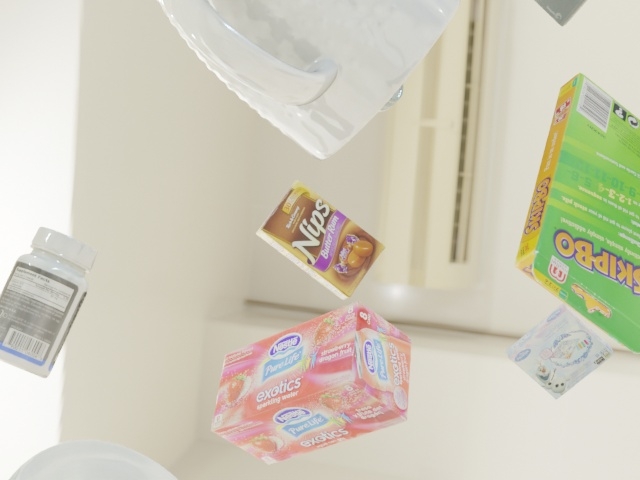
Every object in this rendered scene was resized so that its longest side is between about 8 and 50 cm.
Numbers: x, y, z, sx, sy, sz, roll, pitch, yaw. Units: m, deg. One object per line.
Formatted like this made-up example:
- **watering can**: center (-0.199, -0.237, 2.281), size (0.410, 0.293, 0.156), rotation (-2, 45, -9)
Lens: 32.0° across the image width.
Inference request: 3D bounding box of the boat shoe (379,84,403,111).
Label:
- **boat shoe**: center (0.065, -0.330, 1.875), size (0.320, 0.103, 0.118), rotation (52, -128, -43)

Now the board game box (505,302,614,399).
- **board game box**: center (0.280, 0.131, 1.310), size (0.090, 0.090, 0.020), rotation (40, -162, -23)

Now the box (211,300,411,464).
- **box**: center (-0.014, 0.231, 1.784), size (0.142, 0.300, 0.154), rotation (38, -136, -34)

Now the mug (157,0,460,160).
- **mug**: center (-0.050, -0.280, 1.318), size (0.276, 0.328, 0.374), rotation (-45, 12, 31)

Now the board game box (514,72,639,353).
- **board game box**: center (0.242, -0.025, 0.967), size (0.039, 0.124, 0.259), rotation (-41, 19, 44)

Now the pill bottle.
- **pill bottle**: center (-0.278, 0.061, 1.110), size (0.137, 0.078, 0.078), rotation (-67, -23, -13)

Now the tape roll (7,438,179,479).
- **tape roll**: center (-0.246, 0.365, 1.251), size (0.100, 0.286, 0.286), rotation (-47, -1, 28)

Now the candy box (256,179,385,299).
- **candy box**: center (0.000, 0.000, 1.849), size (0.109, 0.187, 0.053), rotation (-54, 4, -15)

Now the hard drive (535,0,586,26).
- **hard drive**: center (0.367, -0.396, 1.644), size (0.022, 0.094, 0.135), rotation (-32, -15, -50)
